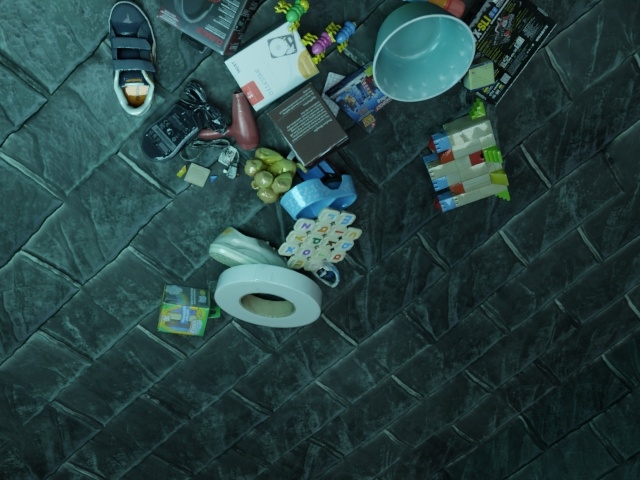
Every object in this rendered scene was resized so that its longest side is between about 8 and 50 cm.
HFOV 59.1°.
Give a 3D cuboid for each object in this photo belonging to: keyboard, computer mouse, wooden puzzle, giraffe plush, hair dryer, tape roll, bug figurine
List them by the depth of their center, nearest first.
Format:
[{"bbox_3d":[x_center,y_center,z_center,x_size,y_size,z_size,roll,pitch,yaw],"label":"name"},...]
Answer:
[{"bbox_3d":[-0.004,-0.658,1.657,0.279,0.072,0.216,48,63,-31],"label":"bug figurine"},{"bbox_3d":[-0.438,-0.347,1.773,0.272,0.072,0.188,-37,94,5],"label":"computer mouse"},{"bbox_3d":[-0.306,-0.343,1.808,0.224,0.080,0.293,25,111,-23],"label":"hair dryer"},{"bbox_3d":[0.021,-0.425,1.873,0.072,0.014,0.255,12,116,-18],"label":"keyboard"},{"bbox_3d":[-0.161,-0.200,1.884,0.181,0.210,0.170,43,137,12],"label":"giraffe plush"},{"bbox_3d":[-0.414,-0.220,1.893,0.116,0.014,0.078,28,114,-24],"label":"wooden puzzle"},{"bbox_3d":[-0.186,0.206,2.035,0.393,0.071,0.392,6,148,4],"label":"tape roll"}]

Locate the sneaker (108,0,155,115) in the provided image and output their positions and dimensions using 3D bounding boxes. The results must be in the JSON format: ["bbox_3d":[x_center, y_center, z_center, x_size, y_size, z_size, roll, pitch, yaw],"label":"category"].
[{"bbox_3d":[-0.539,-0.519,1.632,0.126,0.127,0.320,-6,119,-8],"label":"sneaker"}]

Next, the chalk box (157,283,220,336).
[{"bbox_3d":[-0.479,0.259,2.080,0.213,0.132,0.132,11,116,-17],"label":"chalk box"}]

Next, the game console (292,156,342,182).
[{"bbox_3d":[-0.018,-0.240,1.931,0.085,0.124,0.144,-51,121,-13],"label":"game console"}]

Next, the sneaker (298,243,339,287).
[{"bbox_3d":[-0.011,0.089,2.116,0.085,0.086,0.237,-42,118,14],"label":"sneaker"}]

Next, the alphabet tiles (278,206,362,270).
[{"bbox_3d":[0.000,0.000,1.971,0.278,0.021,0.284,9,129,-36],"label":"alphabet tiles"}]

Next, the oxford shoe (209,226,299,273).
[{"bbox_3d":[-0.187,0.079,2.045,0.450,0.169,0.130,29,66,-27],"label":"oxford shoe"}]

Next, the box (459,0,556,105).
[{"bbox_3d":[0.565,-0.640,1.836,0.257,0.079,0.322,26,111,-22],"label":"box"}]

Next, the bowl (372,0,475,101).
[{"bbox_3d":[0.294,-0.593,1.718,0.312,0.163,0.311,-8,146,-6],"label":"bowl"}]

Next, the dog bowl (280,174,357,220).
[{"bbox_3d":[0.005,-0.140,1.900,0.297,0.074,0.166,-14,159,-44],"label":"dog bowl"}]

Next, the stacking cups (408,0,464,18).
[{"bbox_3d":[0.296,-0.757,1.700,0.317,0.096,0.096,13,115,-20],"label":"stacking cups"}]

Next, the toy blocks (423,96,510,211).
[{"bbox_3d":[0.489,-0.271,1.988,0.261,0.190,0.381,-19,124,12],"label":"toy blocks"}]

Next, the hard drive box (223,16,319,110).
[{"bbox_3d":[-0.150,-0.538,1.727,0.232,0.089,0.181,-31,120,6],"label":"hard drive box"}]

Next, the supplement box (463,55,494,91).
[{"bbox_3d":[0.505,-0.532,1.807,0.083,0.056,0.083,-17,122,-2],"label":"supplement box"}]

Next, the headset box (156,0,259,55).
[{"bbox_3d":[-0.297,-0.670,1.565,0.218,0.110,0.293,31,111,0],"label":"headset box"}]

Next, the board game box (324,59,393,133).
[{"bbox_3d":[0.147,-0.459,1.852,0.194,0.060,0.194,-36,124,3],"label":"board game box"}]

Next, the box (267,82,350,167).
[{"bbox_3d":[-0.032,-0.352,1.769,0.169,0.167,0.203,-34,91,7],"label":"box"}]
